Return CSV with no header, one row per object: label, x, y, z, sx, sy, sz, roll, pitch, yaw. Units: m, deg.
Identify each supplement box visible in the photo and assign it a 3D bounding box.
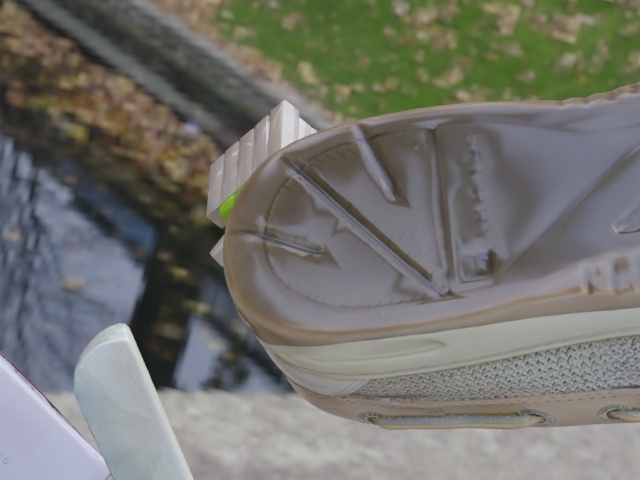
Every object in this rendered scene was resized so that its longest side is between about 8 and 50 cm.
supplement box,-0.208,0.080,1.011,0.130,0.073,0.239,48,-11,-21

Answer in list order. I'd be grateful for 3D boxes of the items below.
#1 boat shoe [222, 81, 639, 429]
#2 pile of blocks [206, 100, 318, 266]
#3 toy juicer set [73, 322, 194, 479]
boat shoe,0.125,0.008,0.577,0.302,0.098,0.109,-7,55,12
pile of blocks,0.000,0.000,1.626,0.112,0.149,0.362,38,4,-25
toy juicer set,-0.120,0.216,0.720,0.209,0.329,0.089,46,-4,-40
